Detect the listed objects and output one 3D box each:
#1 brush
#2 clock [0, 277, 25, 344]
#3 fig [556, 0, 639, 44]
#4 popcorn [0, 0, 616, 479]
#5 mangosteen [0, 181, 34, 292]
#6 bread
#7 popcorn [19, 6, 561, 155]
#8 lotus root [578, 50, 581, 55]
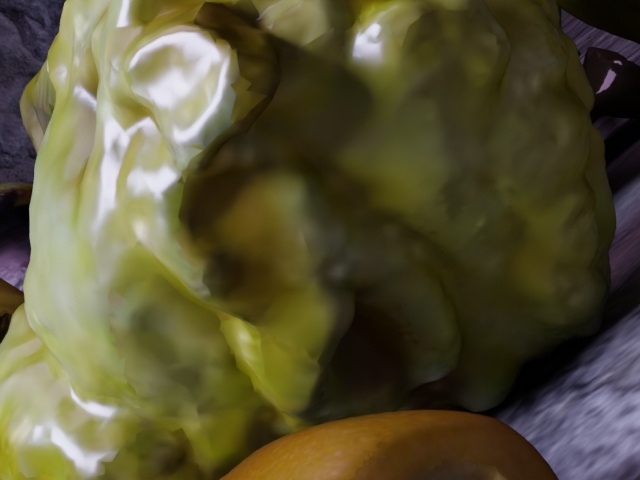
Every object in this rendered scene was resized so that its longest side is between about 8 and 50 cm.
[{"bbox_3d":[0.188,-0.102,1.087,0.084,0.071,0.301,-29,4,11],"label":"brush"},{"bbox_3d":[-0.230,0.130,0.698,0.244,0.200,0.317,-46,-26,-38],"label":"clock"},{"bbox_3d":[0.184,-0.260,0.667,0.343,0.343,0.343,-41,2,2],"label":"fig"},{"bbox_3d":[0.000,0.000,0.588,0.174,0.225,0.286,-120,43,-58],"label":"popcorn"},{"bbox_3d":[-0.185,0.076,1.126,0.233,0.288,0.287,-15,14,25],"label":"mangosteen"},{"bbox_3d":[-0.022,0.106,0.440,0.092,0.074,0.239,-48,5,-31],"label":"bread"},{"bbox_3d":[0.001,-0.064,0.886,0.312,0.312,0.312,-41,2,2],"label":"popcorn"},{"bbox_3d":[0.134,-0.097,1.286,0.209,0.120,0.120,-41,2,11],"label":"lotus root"}]
